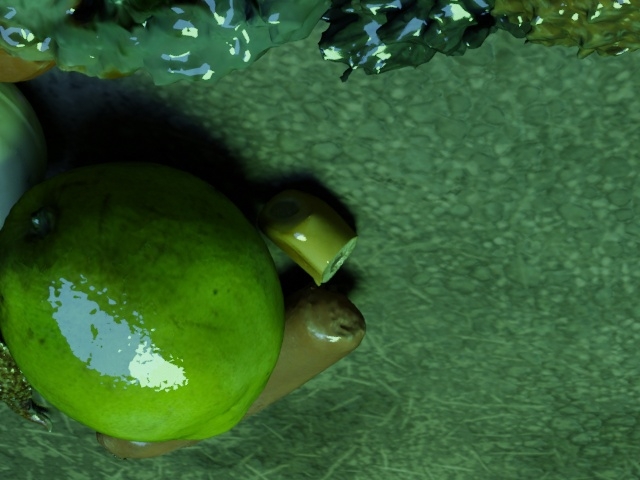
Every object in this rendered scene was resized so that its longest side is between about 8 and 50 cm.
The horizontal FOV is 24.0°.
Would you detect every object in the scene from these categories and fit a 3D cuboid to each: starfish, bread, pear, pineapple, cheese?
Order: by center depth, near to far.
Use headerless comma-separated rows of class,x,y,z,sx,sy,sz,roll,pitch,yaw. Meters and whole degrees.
pineapple,0.138,-0.172,0.842,0.202,0.202,0.362,32,145,-26
pear,-0.136,0.048,1.146,0.212,0.212,0.269,-14,140,25
cheese,-0.258,-0.043,1.163,0.163,0.071,0.249,-16,135,29
bread,0.001,0.001,1.183,0.103,0.049,0.062,41,165,-36
starfish,-0.292,0.123,1.390,0.238,0.057,0.213,7,149,3

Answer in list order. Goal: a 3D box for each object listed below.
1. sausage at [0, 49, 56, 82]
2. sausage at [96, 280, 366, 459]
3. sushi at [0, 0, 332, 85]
sausage,-0.248,-0.153,1.017,0.179,0.089,0.089,10,142,-17
sausage,-0.080,0.120,1.327,0.087,0.079,0.326,8,150,-44
sushi,-0.136,-0.246,0.804,0.417,0.176,0.417,5,141,4
